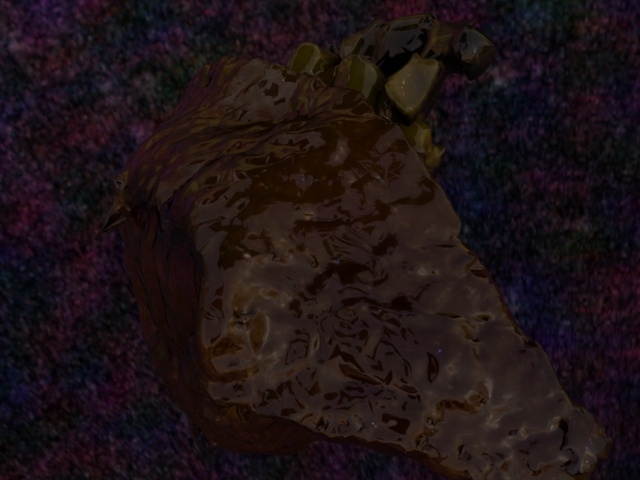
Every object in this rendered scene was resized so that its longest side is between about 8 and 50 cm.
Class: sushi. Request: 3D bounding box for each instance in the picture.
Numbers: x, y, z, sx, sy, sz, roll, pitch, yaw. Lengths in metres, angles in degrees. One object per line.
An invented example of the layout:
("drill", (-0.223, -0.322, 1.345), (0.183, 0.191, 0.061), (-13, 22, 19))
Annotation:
("sushi", (-0.002, -0.002, 0.488), (0.179, 0.166, 0.296), (-18, 15, -16))
